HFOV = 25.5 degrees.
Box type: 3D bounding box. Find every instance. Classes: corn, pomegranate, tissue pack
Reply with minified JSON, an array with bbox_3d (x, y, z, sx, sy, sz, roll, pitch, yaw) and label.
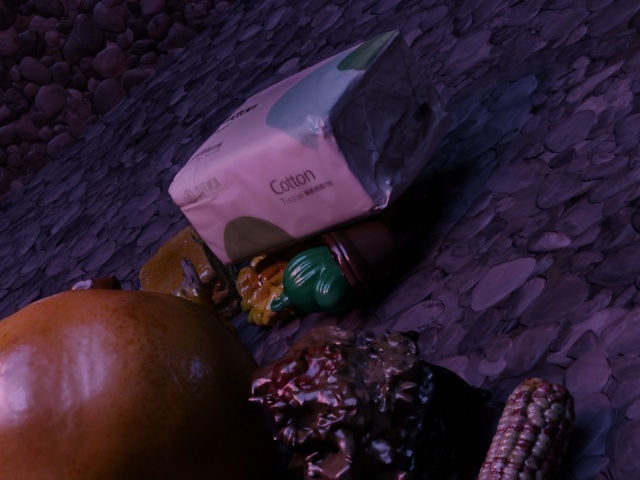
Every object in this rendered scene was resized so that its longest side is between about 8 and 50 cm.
[{"bbox_3d":[0.189,0.239,1.395,0.079,0.079,0.237,-15,34,45],"label":"corn"},{"bbox_3d":[-0.252,0.227,1.653,0.416,0.417,0.417,-32,23,16],"label":"pomegranate"},{"bbox_3d":[-0.015,-0.132,2.087,0.356,0.194,0.266,-19,24,44],"label":"tissue pack"}]

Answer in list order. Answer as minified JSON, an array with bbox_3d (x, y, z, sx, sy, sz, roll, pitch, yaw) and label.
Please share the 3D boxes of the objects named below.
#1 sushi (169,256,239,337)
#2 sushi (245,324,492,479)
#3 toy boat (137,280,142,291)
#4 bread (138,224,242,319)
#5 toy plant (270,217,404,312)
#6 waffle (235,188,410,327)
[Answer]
[{"bbox_3d":[-0.226,0.169,2.078,0.274,0.139,0.184,-50,25,-21],"label":"sushi"},{"bbox_3d":[0.046,0.188,1.528,0.238,0.219,0.225,-8,41,52],"label":"sushi"},{"bbox_3d":[-0.207,0.042,2.396,0.229,0.080,0.046,-27,60,20],"label":"toy boat"},{"bbox_3d":[-0.211,0.064,2.265,0.138,0.102,0.196,-36,35,9],"label":"bread"},{"bbox_3d":[0.020,0.050,1.967,0.200,0.105,0.143,-36,26,-1],"label":"toy plant"},{"bbox_3d":[0.002,0.003,2.152,0.312,0.060,0.307,-31,25,23],"label":"waffle"}]
